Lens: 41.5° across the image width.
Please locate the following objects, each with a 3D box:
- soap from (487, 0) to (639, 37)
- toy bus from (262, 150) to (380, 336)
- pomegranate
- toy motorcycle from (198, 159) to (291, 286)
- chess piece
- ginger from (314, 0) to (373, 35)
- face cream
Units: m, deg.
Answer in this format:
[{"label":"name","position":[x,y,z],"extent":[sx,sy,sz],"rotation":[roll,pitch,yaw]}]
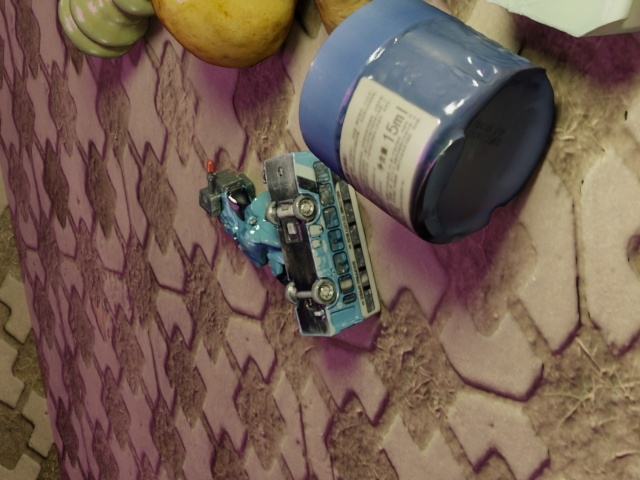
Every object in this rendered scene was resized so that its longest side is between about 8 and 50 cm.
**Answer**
[{"label":"soap","position":[0.291,-0.397,0.852],"extent":[0.208,0.115,0.347],"rotation":[38,131,39]},{"label":"toy bus","position":[0.000,0.000,1.383],"extent":[0.106,0.131,0.297],"rotation":[-7,97,54]},{"label":"pomegranate","position":[-0.156,-0.403,1.356],"extent":[0.260,0.260,0.260],"rotation":[24,121,48]},{"label":"toy motorcycle","position":[-0.125,-0.043,1.549],"extent":[0.272,0.124,0.182],"rotation":[42,144,37]},{"label":"chess piece","position":[-0.374,-0.501,1.685],"extent":[0.330,0.182,0.182],"rotation":[-17,88,49]},{"label":"ginger","position":[-0.039,-0.450,1.156],"extent":[0.122,0.363,0.348],"rotation":[-36,81,8]},{"label":"face cream","position":[0.134,-0.147,1.046],"extent":[0.225,0.249,0.249],"rotation":[43,134,33]}]
